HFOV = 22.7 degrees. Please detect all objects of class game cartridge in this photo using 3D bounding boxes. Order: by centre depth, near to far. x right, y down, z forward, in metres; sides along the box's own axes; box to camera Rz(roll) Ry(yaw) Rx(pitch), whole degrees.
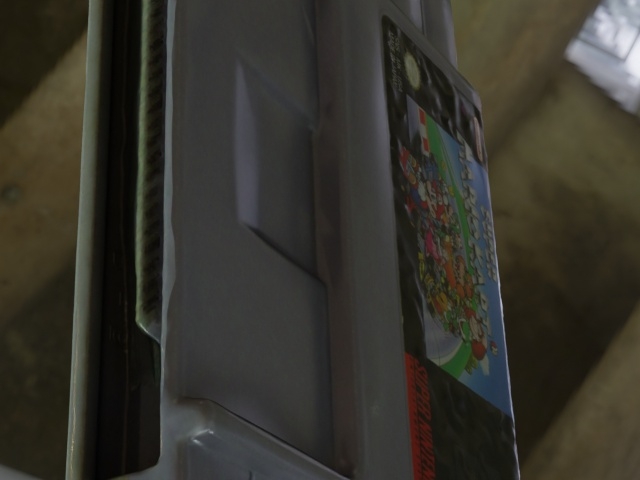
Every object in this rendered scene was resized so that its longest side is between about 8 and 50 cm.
[{"bbox_3d":[0.000,0.000,0.600,0.230,0.068,0.355,33,-134,-46],"label":"game cartridge"}]
